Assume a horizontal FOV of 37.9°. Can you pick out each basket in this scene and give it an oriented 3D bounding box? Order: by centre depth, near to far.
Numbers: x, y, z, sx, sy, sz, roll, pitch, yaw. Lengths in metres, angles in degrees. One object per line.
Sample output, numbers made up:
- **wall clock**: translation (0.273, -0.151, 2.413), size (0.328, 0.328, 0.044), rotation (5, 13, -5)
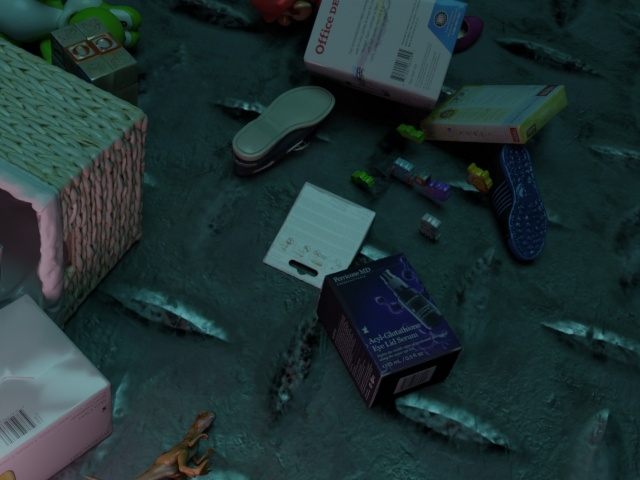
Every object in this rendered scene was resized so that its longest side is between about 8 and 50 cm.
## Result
- **basket**: translation (-0.476, -0.088, 1.454), size (0.331, 0.328, 0.266), rotation (26, 48, 10)

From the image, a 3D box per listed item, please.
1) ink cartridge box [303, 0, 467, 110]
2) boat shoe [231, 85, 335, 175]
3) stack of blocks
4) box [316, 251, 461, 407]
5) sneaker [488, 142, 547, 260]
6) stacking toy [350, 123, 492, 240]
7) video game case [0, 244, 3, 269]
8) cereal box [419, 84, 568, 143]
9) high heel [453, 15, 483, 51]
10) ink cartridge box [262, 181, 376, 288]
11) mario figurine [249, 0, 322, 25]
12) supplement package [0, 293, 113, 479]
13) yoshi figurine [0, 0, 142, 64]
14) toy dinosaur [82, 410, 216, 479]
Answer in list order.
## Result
- **ink cartridge box**: translation (0.126, -0.395, 1.847), size (0.270, 0.197, 0.198), rotation (18, 93, 3)
- **boat shoe**: translation (-0.070, -0.208, 1.782), size (0.095, 0.079, 0.254), rotation (36, 56, 14)
- **stack of blocks**: translation (-0.395, -0.231, 1.595), size (0.087, 0.297, 0.171), rotation (-30, 64, -29)
- **box**: translation (0.106, 0.142, 1.519), size (0.153, 0.108, 0.207), rotation (-17, 58, -22)
- **sneaker**: translation (0.368, -0.066, 1.763), size (0.082, 0.090, 0.232), rotation (0, 73, -12)
- **stacking toy**: translation (0.189, -0.114, 1.767), size (0.221, 0.052, 0.167), rotation (35, 63, 23)
- **video game case**: translation (-0.590, 0.019, 1.375), size (0.270, 0.244, 0.061), rotation (36, 49, 9)
- **cereal box**: translation (0.340, -0.251, 1.837), size (0.240, 0.047, 0.173), rotation (10, 40, 44)
- **high heel**: translation (0.275, -0.474, 2.035), size (0.244, 0.117, 0.082), rotation (-21, 59, -25)
- **ink cartridge box**: translation (0.000, 0.000, 1.668), size (0.145, 0.045, 0.179), rotation (25, 70, 8)
- **mario figurine**: translation (-0.006, -0.510, 2.035), size (0.321, 0.170, 0.198), rotation (1, 15, -24)
- **supplement package**: translation (-0.457, 0.243, 1.304), size (0.262, 0.145, 0.204), rotation (-35, 65, -31)
- **yoshi figurine**: translation (-0.530, -0.420, 1.803), size (0.362, 0.203, 0.202), rotation (3, 67, -12)
- **toy dinosaur**: translation (-0.220, 0.329, 1.349), size (0.112, 0.064, 0.211), rotation (26, 40, 33)
